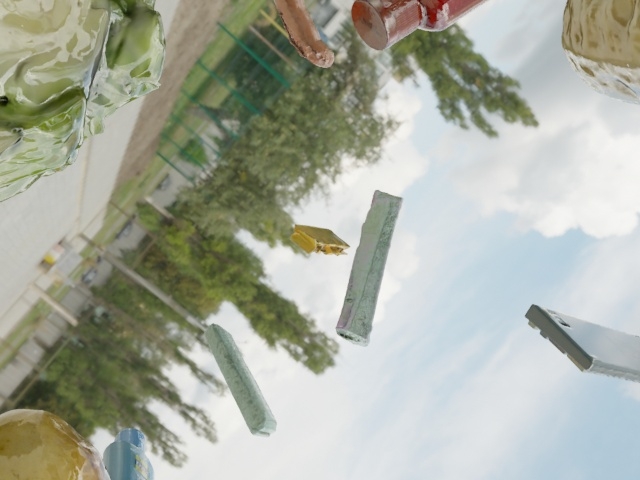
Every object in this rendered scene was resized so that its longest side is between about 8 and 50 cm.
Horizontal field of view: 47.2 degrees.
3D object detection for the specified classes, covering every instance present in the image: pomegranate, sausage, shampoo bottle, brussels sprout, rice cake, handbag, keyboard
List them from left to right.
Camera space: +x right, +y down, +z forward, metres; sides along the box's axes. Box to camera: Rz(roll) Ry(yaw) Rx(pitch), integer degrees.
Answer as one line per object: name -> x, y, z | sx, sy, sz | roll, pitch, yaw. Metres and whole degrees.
brussels sprout -> -0.413, -0.221, 0.848 | 0.361, 0.342, 0.425 | -6, -153, 48
pomegranate -> -0.364, 0.329, 0.901 | 0.233, 0.233, 0.233 | -46, -168, 13
shampoo bottle -> -0.297, 0.379, 1.128 | 0.061, 0.103, 0.258 | -33, -157, -1
rice cake -> -0.099, 0.167, 0.888 | 0.029, 0.033, 0.170 | -45, -130, 10
sausage -> -0.061, -0.521, 1.640 | 0.078, 0.304, 0.078 | -27, -168, 6
handbag -> 0.000, 0.000, 1.129 | 0.061, 0.083, 0.027 | 37, -68, 44
rice cake -> 0.059, 0.025, 0.857 | 0.034, 0.043, 0.210 | 105, 1, -59
shampoo bottle -> 0.180, -0.347, 0.941 | 0.314, 0.118, 0.076 | -36, 155, -19
keyboard -> 0.203, 0.076, 0.491 | 0.014, 0.176, 0.055 | -58, -136, 16

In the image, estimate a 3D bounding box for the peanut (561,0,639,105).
peanut -> 0.254, -0.149, 0.457 | 0.174, 0.158, 0.340 | -16, -161, -6
